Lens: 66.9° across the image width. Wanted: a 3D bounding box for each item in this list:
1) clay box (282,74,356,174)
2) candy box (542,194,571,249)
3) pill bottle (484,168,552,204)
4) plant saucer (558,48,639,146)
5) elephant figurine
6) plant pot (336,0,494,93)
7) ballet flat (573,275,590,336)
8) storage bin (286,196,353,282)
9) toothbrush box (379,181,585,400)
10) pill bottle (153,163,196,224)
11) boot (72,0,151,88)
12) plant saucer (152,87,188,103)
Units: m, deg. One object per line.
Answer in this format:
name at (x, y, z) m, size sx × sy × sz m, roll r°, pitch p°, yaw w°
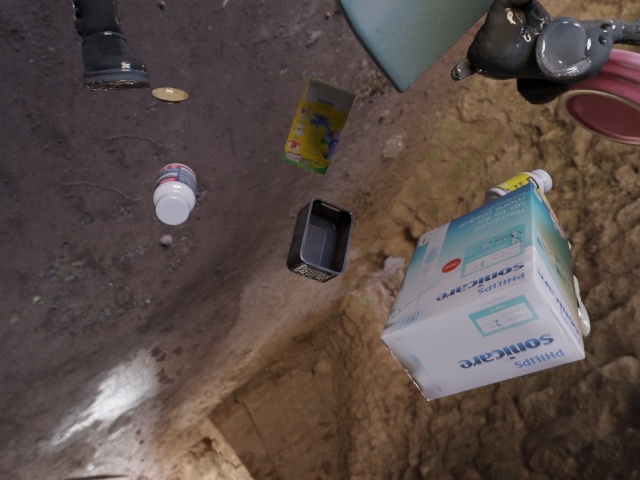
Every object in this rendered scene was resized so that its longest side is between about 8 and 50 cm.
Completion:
clay box at (-0.007, -0.292, 1.244) m, size 0.053 × 0.128 × 0.221 m, roll -83°, pitch -167°, yaw -64°
candy box at (0.405, 0.024, 1.003) m, size 0.088 × 0.182 × 0.316 m, roll -23°, pitch -167°, yaw 48°
pill bottle at (0.368, -0.088, 0.897) m, size 0.116 × 0.065 × 0.065 m, roll -28°, pitch 160°, yaw -18°
plant saucer at (0.703, -0.319, 1.139) m, size 0.084 × 0.332 × 0.332 m, roll -60°, pitch 162°, yaw 4°
elephant figurine at (0.377, -0.303, 0.778) m, size 0.169 × 0.240 × 0.185 m, roll -41°, pitch 162°, yaw -48°
plant pot at (0.152, -0.475, 0.931) m, size 0.247 × 0.252 × 0.247 m, roll -42°, pitch -164°, yaw 18°
ballet flat at (0.631, 0.161, 1.224) m, size 0.053 × 0.168 × 0.057 m, roll 16°, pitch 146°, yaw -26°
storage bin at (0.000, 0.000, 1.199) m, size 0.084 × 0.122 × 0.180 m, roll -35°, pitch -142°, yaw 57°
toothbrush box at (0.237, 0.064, 0.707) m, size 0.216 × 0.126 × 0.295 m, roll -29°, pitch -165°, yaw 34°
pill bottle at (-0.385, -0.121, 1.283) m, size 0.108 × 0.180 × 0.107 m, roll -6°, pitch 124°, yaw -9°
boot at (-0.531, -0.603, 1.181) m, size 0.146 × 0.367 × 0.444 m, roll -9°, pitch 108°, yaw -35°
plant saucer at (-0.366, -0.350, 1.177) m, size 0.083 × 0.083 × 0.015 m, roll -26°, pitch 140°, yaw -43°
